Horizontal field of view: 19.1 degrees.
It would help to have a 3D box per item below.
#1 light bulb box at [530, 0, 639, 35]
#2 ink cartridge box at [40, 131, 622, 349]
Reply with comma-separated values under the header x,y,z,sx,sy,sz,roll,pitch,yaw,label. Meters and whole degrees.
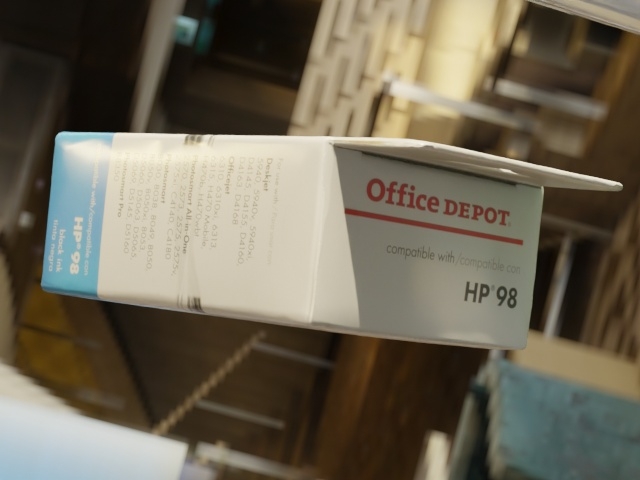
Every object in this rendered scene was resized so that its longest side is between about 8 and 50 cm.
x,y,z,sx,sy,sz,roll,pitch,yaw,label
-0.047,-0.267,0.293,0.225,0.361,0.358,-92,19,-58,light bulb box
0.000,0.000,0.644,0.180,0.104,0.060,5,87,47,ink cartridge box
